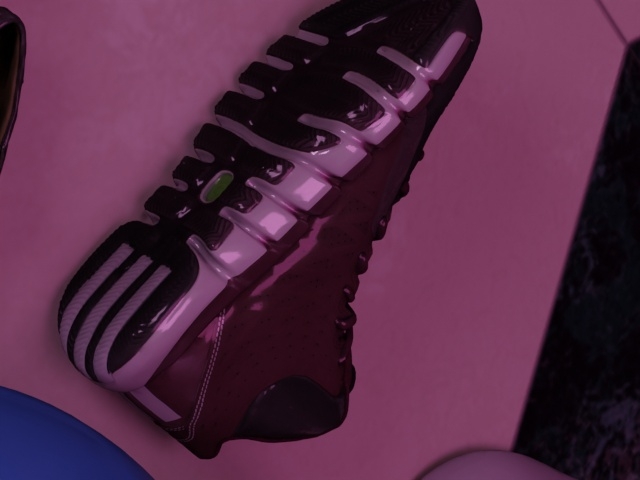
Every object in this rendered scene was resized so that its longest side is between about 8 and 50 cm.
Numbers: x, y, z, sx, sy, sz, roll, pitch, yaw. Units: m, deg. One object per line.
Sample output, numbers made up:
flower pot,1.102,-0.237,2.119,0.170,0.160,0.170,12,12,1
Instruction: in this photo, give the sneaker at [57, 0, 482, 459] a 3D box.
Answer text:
sneaker,0.000,0.000,1.011,0.281,0.106,0.162,-45,130,-10

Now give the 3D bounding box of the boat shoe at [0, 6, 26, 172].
boat shoe,-0.174,-0.039,0.883,0.056,0.049,0.152,9,95,-40

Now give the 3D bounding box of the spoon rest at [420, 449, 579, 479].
spoon rest,0.157,0.195,1.199,0.276,0.084,0.137,-1,100,-25

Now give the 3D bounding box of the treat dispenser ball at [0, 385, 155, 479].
treat dispenser ball,-0.174,0.198,0.783,0.288,0.288,0.288,-10,106,-37
